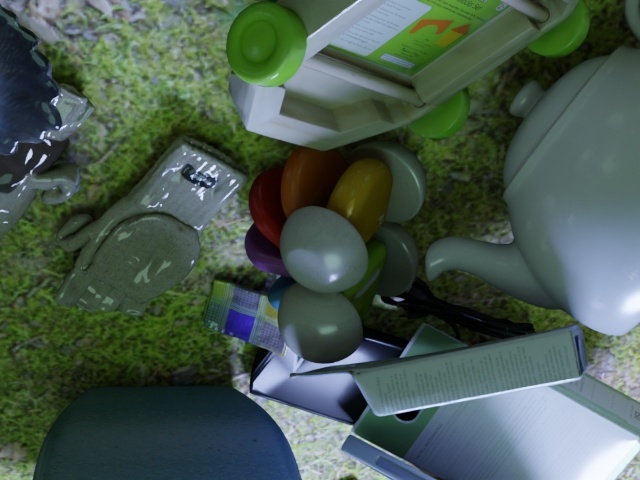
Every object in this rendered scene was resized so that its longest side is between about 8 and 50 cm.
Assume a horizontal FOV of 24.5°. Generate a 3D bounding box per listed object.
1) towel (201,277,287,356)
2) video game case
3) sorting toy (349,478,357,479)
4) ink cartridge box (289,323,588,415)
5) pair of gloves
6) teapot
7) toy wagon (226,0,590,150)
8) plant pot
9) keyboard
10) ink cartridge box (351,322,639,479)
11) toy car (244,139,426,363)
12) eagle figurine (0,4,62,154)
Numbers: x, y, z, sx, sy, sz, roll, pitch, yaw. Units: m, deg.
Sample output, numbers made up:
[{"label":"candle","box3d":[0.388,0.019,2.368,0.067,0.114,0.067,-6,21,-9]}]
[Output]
[{"label":"towel","box3d":[-0.063,0.069,1.322,0.083,0.009,0.060,22,126,3]},{"label":"video game case","box3d":[0.133,0.253,1.411,0.190,0.173,0.022,37,79,-46]},{"label":"sorting toy","box3d":[0.092,0.378,1.595,0.196,0.047,0.348,-35,126,19]},{"label":"ink cartridge box","box3d":[0.107,0.110,1.220,0.224,0.045,0.223,-10,176,12]},{"label":"pair of gloves","box3d":[-0.206,-0.033,1.217,0.240,0.042,0.204,20,120,-25]},{"label":"teapot","box3d":[0.235,-0.067,1.164,0.187,0.256,0.252,40,146,7]},{"label":"toy wagon","box3d":[0.100,-0.175,1.046,0.344,0.068,0.267,-34,159,24]},{"label":"plant pot","box3d":[-0.142,0.268,1.336,0.248,0.252,0.247,0,128,-8]},{"label":"keyboard","box3d":[0.104,0.118,1.396,0.317,0.033,0.201,19,129,-24]},{"label":"ink cartridge box","box3d":[0.170,0.173,1.399,0.235,0.056,0.171,30,127,0]},{"label":"toy car","box3d":[0.000,0.000,1.225,0.136,0.159,0.182,20,132,21]},{"label":"eagle figurine","box3d":[-0.351,-0.120,0.980,0.298,0.226,0.225,-7,133,-29]}]
